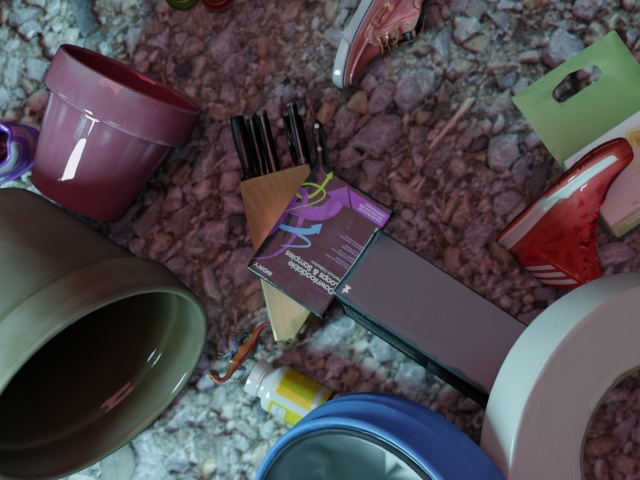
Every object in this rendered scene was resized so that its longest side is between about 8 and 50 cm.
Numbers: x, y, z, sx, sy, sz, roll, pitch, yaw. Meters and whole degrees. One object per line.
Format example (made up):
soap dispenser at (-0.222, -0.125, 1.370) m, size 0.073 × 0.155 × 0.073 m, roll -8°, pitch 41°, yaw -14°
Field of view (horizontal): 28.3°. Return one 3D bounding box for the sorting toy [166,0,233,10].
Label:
sorting toy at (-0.167, -0.347, 1.732) m, size 0.102 × 0.042 × 0.061 m, roll 6°, pitch 81°, yaw 7°

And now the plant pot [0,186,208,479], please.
plant pot at (-0.346, 0.092, 1.570) m, size 0.323 × 0.323 × 0.280 m, roll -44°, pitch 61°, yaw -2°

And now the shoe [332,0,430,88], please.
shoe at (0.083, -0.273, 1.680) m, size 0.081 × 0.063 × 0.178 m, roll 22°, pitch 79°, yaw 14°

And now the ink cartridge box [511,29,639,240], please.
ink cartridge box at (0.381, -0.141, 1.633) m, size 0.171 × 0.056 × 0.235 m, roll -33°, pitch 81°, yaw 1°

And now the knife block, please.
knife block at (-0.062, -0.034, 1.645) m, size 0.242 × 0.088 × 0.275 m, roll 31°, pitch 85°, yaw 11°

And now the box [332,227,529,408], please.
box at (0.154, 0.109, 1.549) m, size 0.261 × 0.184 × 0.103 m, roll 33°, pitch 86°, yaw 10°

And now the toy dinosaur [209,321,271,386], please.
toy dinosaur at (-0.109, 0.146, 1.629) m, size 0.047 × 0.090 × 0.082 m, roll 32°, pitch 41°, yaw 0°

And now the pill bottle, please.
pill bottle at (-0.036, 0.199, 1.614) m, size 0.116 × 0.065 × 0.065 m, roll 28°, pitch 85°, yaw 9°

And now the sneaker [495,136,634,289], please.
sneaker at (0.333, -0.024, 1.575) m, size 0.128 × 0.087 × 0.221 m, roll 47°, pitch 132°, yaw 1°

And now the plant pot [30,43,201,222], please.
plant pot at (-0.281, -0.132, 1.643) m, size 0.201 × 0.201 × 0.180 m, roll 29°, pitch 101°, yaw 10°

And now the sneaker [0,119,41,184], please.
sneaker at (-0.479, -0.092, 1.693) m, size 0.236 × 0.104 × 0.095 m, roll -30°, pitch 80°, yaw 2°

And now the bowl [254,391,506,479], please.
bowl at (0.068, 0.371, 1.450) m, size 0.391 × 0.077 × 0.391 m, roll 11°, pitch 107°, yaw 40°

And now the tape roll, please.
tape roll at (0.364, 0.229, 1.460) m, size 0.392 × 0.072 × 0.391 m, roll -4°, pitch 101°, yaw -23°

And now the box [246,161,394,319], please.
box at (0.000, 0.000, 1.572) m, size 0.116 × 0.029 × 0.162 m, roll 33°, pitch 86°, yaw 10°
